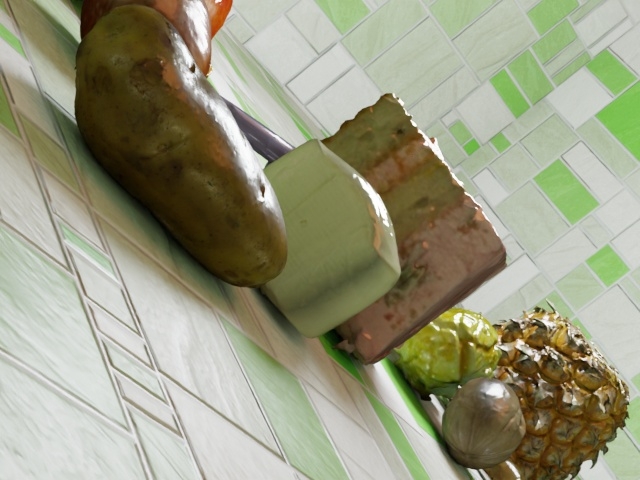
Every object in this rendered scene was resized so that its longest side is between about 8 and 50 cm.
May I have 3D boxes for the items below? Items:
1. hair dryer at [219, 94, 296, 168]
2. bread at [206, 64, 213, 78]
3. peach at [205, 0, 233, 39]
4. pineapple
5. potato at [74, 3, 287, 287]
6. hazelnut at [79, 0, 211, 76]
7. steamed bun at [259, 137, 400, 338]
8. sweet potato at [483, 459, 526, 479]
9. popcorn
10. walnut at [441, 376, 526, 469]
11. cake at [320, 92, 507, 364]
[{"bbox_3d":[-0.116,-0.180,2.203,0.361,0.121,0.301,37,-8,-22],"label":"hair dryer"},{"bbox_3d":[-0.239,-0.307,2.160,0.052,0.044,0.157,23,2,-43],"label":"bread"},{"bbox_3d":[-0.295,-0.469,2.023,0.380,0.242,0.306,49,3,-22],"label":"peach"},{"bbox_3d":[0.411,0.298,2.403,0.352,0.300,0.352,47,8,-9],"label":"pineapple"},{"bbox_3d":[-0.154,-0.089,1.421,0.195,0.176,0.369,-3,-51,46],"label":"potato"},{"bbox_3d":[-0.234,-0.289,1.696,0.214,0.176,0.214,60,-16,30],"label":"hazelnut"},{"bbox_3d":[0.000,0.000,1.681,0.250,0.200,0.155,59,9,30],"label":"steamed bun"},{"bbox_3d":[0.311,0.404,2.188,0.069,0.059,0.249,5,30,-25],"label":"sweet potato"},{"bbox_3d":[0.222,0.206,2.215,0.198,0.212,0.198,11,39,-9],"label":"popcorn"},{"bbox_3d":[0.268,0.302,2.081,0.140,0.140,0.162,49,23,-20],"label":"walnut"},{"bbox_3d":[0.101,-0.009,1.952,0.307,0.314,0.293,51,5,13],"label":"cake"}]
